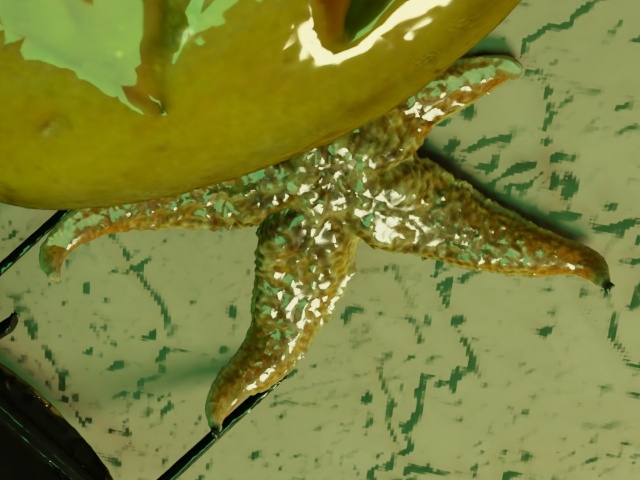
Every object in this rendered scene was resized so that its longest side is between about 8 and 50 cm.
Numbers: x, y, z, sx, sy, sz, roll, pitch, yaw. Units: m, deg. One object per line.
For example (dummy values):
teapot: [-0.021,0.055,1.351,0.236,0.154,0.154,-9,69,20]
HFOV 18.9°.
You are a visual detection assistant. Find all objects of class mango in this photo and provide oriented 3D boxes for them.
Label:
mango: [-0.064,-0.146,0.787,0.364,0.182,0.253,-15,116,12]

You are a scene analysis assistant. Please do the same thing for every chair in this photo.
chair: [-0.160,0.113,0.997,0.247,0.172,0.159,-37,108,25]

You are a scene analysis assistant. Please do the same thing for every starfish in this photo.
starfish: [0.000,0.001,0.909,0.247,0.050,0.138,-20,109,4]
